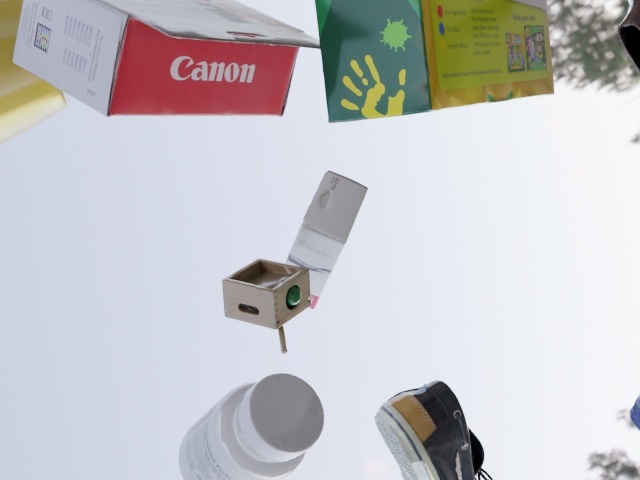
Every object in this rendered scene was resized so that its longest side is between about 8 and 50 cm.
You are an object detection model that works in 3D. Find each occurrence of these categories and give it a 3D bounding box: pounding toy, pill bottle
[{"bbox_3d":[-0.084,0.109,1.735,0.130,0.141,0.100,-32,-54,-50],"label":"pounding toy"},{"bbox_3d":[-0.089,0.257,1.315,0.131,0.229,0.131,13,-121,-22],"label":"pill bottle"}]

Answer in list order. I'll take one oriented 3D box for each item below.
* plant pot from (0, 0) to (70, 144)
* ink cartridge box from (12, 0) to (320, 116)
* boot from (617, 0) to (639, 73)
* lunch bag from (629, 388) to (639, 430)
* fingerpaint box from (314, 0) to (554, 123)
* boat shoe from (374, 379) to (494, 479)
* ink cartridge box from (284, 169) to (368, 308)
[{"bbox_3d":[-0.483,-0.224,1.382,0.254,0.239,0.254,160,90,-83],"label":"plant pot"},{"bbox_3d":[-0.180,-0.238,1.301,0.272,0.130,0.309,30,-156,34],"label":"ink cartridge box"},{"bbox_3d":[0.479,-0.257,1.386,0.248,0.090,0.207,51,-130,-29],"label":"boot"},{"bbox_3d":[0.402,0.198,1.152,0.098,0.067,0.065,54,162,28],"label":"lunch bag"},{"bbox_3d":[0.161,-0.366,1.404,0.445,0.163,0.371,-19,-76,-56],"label":"fingerpaint box"},{"bbox_3d":[0.240,0.430,1.950,0.187,0.156,0.500,44,166,40],"label":"boat shoe"},{"bbox_3d":[0.000,0.000,1.904,0.092,0.218,0.158,23,-131,1],"label":"ink cartridge box"}]
